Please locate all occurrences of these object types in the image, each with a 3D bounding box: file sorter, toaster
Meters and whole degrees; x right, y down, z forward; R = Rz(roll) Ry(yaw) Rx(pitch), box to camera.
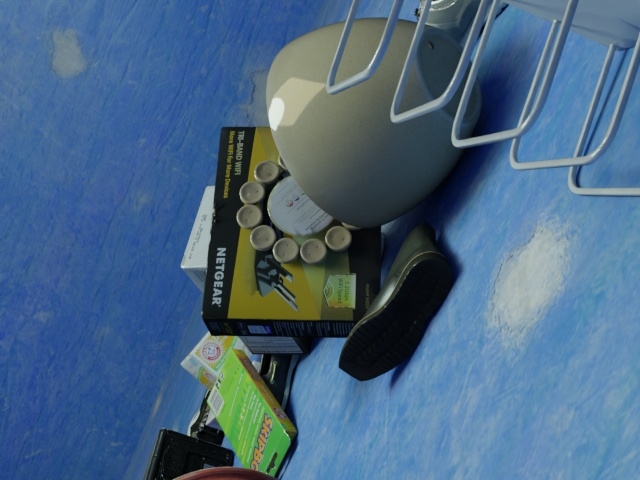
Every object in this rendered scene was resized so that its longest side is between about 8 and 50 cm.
[{"bbox_3d":[0.164,-0.163,0.739,0.193,0.278,0.173,-165,95,-78],"label":"file sorter"},{"bbox_3d":[-0.272,0.493,1.763,0.185,0.168,0.110,-86,19,-57],"label":"toaster"}]

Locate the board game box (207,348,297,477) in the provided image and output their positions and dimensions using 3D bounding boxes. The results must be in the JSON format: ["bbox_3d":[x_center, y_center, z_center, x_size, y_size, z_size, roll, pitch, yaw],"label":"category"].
[{"bbox_3d":[-0.120,0.313,1.523,0.259,0.039,0.124,49,120,51],"label":"board game box"}]

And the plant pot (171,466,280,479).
[{"bbox_3d":[-0.083,0.414,0.913,0.272,0.272,0.265,-69,20,0],"label":"plant pot"}]

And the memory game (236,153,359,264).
[{"bbox_3d":[-0.024,-0.050,1.221,0.012,0.186,0.186,84,-160,-65],"label":"memory game"}]

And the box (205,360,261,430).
[{"bbox_3d":[-0.162,0.328,1.801,0.324,0.063,0.067,131,156,-57],"label":"box"}]

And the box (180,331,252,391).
[{"bbox_3d":[-0.188,0.212,1.862,0.203,0.103,0.114,-50,3,-26],"label":"box"}]

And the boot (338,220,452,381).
[{"bbox_3d":[0.097,0.077,1.125,0.198,0.077,0.137,-50,14,20],"label":"boot"}]

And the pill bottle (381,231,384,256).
[{"bbox_3d":[0.000,0.000,1.373,0.103,0.184,0.103,-158,90,-78],"label":"pill bottle"}]

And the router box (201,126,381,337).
[{"bbox_3d":[-0.032,-0.015,1.258,0.081,0.243,0.309,82,-171,-65],"label":"router box"}]

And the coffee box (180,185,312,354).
[{"bbox_3d":[-0.105,0.057,1.506,0.297,0.119,0.168,59,-145,-49],"label":"coffee box"}]

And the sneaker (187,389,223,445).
[{"bbox_3d":[-0.243,0.387,2.006,0.217,0.079,0.121,-80,16,-48],"label":"sneaker"}]

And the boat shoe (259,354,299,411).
[{"bbox_3d":[-0.093,0.261,1.600,0.081,0.069,0.228,133,155,-58],"label":"boat shoe"}]

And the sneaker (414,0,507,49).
[{"bbox_3d":[0.186,-0.346,1.321,0.281,0.115,0.105,128,159,-53],"label":"sneaker"}]

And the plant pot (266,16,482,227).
[{"bbox_3d":[0.098,-0.177,1.150,0.191,0.284,0.284,-21,44,42],"label":"plant pot"}]
